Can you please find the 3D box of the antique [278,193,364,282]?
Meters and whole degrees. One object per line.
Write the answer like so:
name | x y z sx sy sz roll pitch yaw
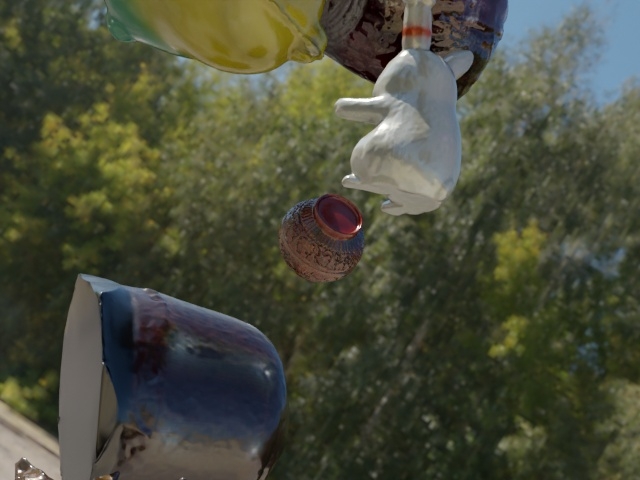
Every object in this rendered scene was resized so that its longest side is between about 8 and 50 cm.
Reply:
antique | 0.000 0.000 1.298 0.104 0.104 0.104 33 -12 8

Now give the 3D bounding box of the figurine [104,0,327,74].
figurine | -0.138 -0.305 1.303 0.340 0.231 0.323 35 -2 45

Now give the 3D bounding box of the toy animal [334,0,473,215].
toy animal | 0.110 -0.166 1.444 0.138 0.282 0.140 -18 -32 37

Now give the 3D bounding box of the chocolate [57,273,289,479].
chocolate | -0.214 0.245 1.753 0.331 0.384 0.383 4 -2 -19

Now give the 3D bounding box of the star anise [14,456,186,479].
star anise | -0.318 0.368 1.390 0.349 0.109 0.292 7 23 8

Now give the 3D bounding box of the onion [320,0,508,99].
onion | 0.113 -0.364 1.642 0.282 0.260 0.337 9 28 -34
